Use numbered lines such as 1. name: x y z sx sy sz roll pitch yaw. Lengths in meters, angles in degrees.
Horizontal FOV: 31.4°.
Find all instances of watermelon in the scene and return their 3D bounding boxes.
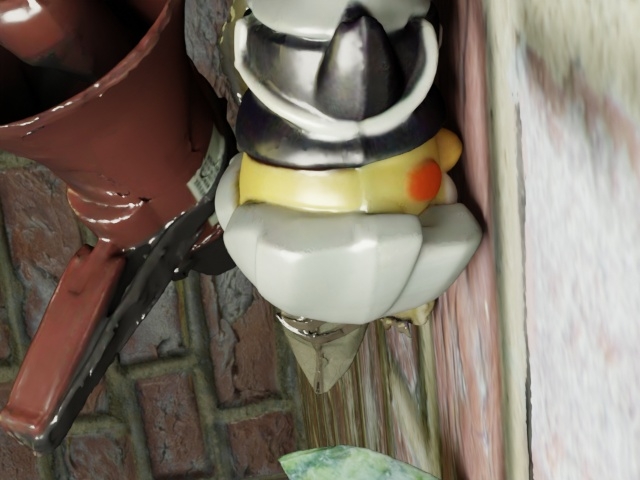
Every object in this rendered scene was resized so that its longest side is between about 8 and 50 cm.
1. watermelon: 0.053 0.185 0.723 0.180 0.081 0.094 48 161 -14

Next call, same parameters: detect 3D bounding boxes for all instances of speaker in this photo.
1. speaker: -0.118 -0.035 0.669 0.329 0.198 0.259 65 -164 -57

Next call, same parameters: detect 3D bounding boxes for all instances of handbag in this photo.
1. handbag: 0.000 0.000 0.940 0.270 0.117 0.182 88 -173 -52

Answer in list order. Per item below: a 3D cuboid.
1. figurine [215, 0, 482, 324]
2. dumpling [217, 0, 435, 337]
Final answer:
1. figurine: 0.007 -0.076 0.588 0.176 0.133 0.236 -111 16 -65
2. dumpling: 0.015 -0.111 0.740 0.166 0.086 0.332 24 128 46
